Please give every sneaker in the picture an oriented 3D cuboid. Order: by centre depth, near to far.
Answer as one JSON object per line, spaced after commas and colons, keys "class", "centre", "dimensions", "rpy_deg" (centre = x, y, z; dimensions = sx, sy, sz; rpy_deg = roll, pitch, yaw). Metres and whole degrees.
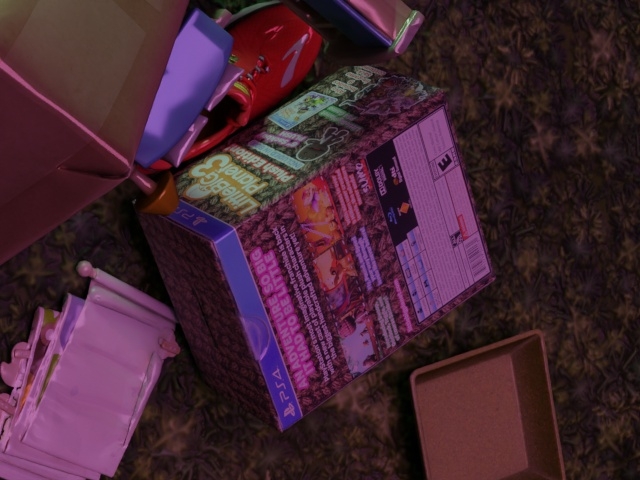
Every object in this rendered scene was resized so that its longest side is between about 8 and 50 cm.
{"class": "sneaker", "centre": [-0.090, -0.141, 1.939], "dimensions": [0.279, 0.118, 0.107], "rpy_deg": [-39, 114, -26]}

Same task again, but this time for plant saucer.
{"class": "plant saucer", "centre": [0.174, 0.207, 2.178], "dimensions": [0.188, 0.045, 0.188], "rpy_deg": [-16, 102, -33]}

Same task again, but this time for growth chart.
{"class": "growth chart", "centre": [-0.232, 0.139, 1.919], "dimensions": [0.172, 0.021, 0.237], "rpy_deg": [36, 73, -29]}

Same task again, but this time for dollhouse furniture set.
{"class": "dollhouse furniture set", "centre": [-0.108, -0.141, 1.818], "dimensions": [0.198, 0.286, 0.303], "rpy_deg": [39, 76, -25]}

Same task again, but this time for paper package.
{"class": "paper package", "centre": [-0.271, -0.140, 1.647], "dimensions": [0.168, 0.309, 0.325], "rpy_deg": [40, 38, -24]}

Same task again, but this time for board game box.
{"class": "board game box", "centre": [0.000, 0.000, 1.947], "dimensions": [0.291, 0.141, 0.232], "rpy_deg": [-34, 125, -24]}
